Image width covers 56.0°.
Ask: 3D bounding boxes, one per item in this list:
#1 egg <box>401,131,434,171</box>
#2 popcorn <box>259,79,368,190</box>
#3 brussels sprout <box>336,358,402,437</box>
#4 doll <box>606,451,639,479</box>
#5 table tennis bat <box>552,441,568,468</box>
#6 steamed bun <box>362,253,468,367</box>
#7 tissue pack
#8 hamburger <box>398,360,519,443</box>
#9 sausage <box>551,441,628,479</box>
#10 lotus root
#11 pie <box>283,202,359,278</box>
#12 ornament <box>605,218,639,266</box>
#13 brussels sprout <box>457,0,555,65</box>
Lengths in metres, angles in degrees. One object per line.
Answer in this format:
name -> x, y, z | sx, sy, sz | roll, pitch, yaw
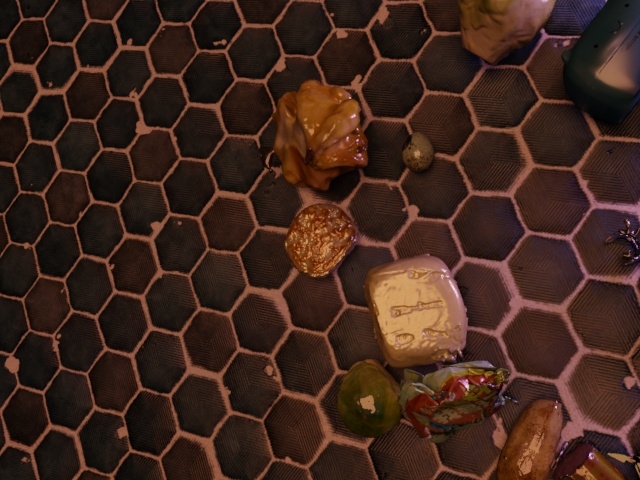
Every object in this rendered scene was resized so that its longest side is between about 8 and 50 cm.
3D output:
egg -> 0.256, -0.233, 1.585 | 0.085, 0.085, 0.110 | -8, 76, 16
popcorn -> 0.004, -0.267, 1.594 | 0.316, 0.281, 0.297 | 39, 136, 38
brussels sprout -> 0.118, 0.393, 1.495 | 0.161, 0.144, 0.180 | -46, 46, 26
doll -> 0.743, 0.469, 1.302 | 0.186, 0.106, 0.134 | -38, 62, 8
table tennis bat -> 0.549, 0.489, 1.377 | 0.007, 0.083, 0.050 | 29, 128, 27
steamed bun -> 0.236, 0.178, 1.484 | 0.232, 0.166, 0.272 | -17, 78, 3
tissue pack -> 0.707, -0.442, 1.418 | 0.206, 0.198, 0.287 | 39, 95, 19
hamburger -> 0.308, 0.348, 1.404 | 0.261, 0.276, 0.150 | -24, 50, 6
sausage -> 0.660, 0.590, 1.297 | 0.317, 0.125, 0.117 | 44, 105, 18
lotus root -> 0.481, 0.484, 1.390 | 0.110, 0.097, 0.258 | 21, 84, 22
pie -> 0.000, 0.000, 1.627 | 0.179, 0.084, 0.205 | 37, 91, 18
ornament -> 0.793, 0.007, 1.378 | 0.236, 0.080, 0.202 | 27, 93, 20
brussels sprout -> 0.450, -0.607, 1.486 | 0.243, 0.274, 0.316 | 19, 88, -1
